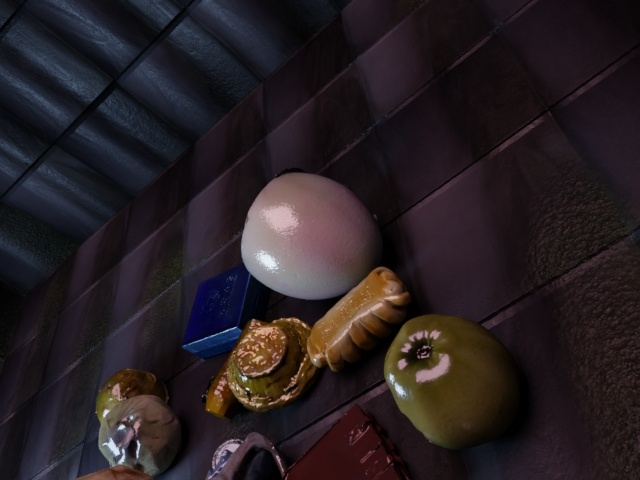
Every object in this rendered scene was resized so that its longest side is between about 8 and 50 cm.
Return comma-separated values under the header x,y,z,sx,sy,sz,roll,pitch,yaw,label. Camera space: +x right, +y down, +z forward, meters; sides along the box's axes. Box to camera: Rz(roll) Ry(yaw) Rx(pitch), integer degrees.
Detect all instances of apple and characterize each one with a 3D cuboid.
x,y,z,sx,sy,sz,roll,pitch,yaw,label
0.265,0.279,1.362,0.279,0.279,0.279,-32,37,28,apple

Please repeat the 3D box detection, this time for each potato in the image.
x,y,z,sx,sy,sz,roll,pitch,yaw,label
-0.676,0.545,2.323,0.300,0.196,0.246,-19,44,44,potato

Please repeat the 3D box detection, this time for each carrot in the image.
x,y,z,sx,sy,sz,roll,pitch,yaw,label
-0.235,0.377,2.006,0.114,0.114,0.301,-4,52,50,carrot

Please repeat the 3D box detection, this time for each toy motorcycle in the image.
x,y,z,sx,sy,sz,roll,pitch,yaw,label
-0.192,0.627,1.638,0.241,0.182,0.319,-17,44,42,toy motorcycle

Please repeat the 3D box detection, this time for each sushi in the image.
x,y,z,sx,sy,sz,roll,pitch,yaw,label
-0.316,0.473,2.070,0.083,0.056,0.084,26,79,50,sushi

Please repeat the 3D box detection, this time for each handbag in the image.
x,y,z,sx,sy,sz,roll,pitch,yaw,label
0.055,0.537,1.512,0.275,0.084,0.260,-48,32,5,handbag

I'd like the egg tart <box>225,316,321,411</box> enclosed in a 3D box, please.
x,y,z,sx,sy,sz,roll,pitch,yaw,label
-0.138,0.324,1.863,0.294,0.123,0.293,-13,51,16,egg tart

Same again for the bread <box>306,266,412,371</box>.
x,y,z,sx,sy,sz,roll,pitch,yaw,label
0.099,0.211,1.741,0.311,0.121,0.172,-43,30,14,bread

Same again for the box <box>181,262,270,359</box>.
x,y,z,sx,sy,sz,roll,pitch,yaw,label
-0.306,0.229,2.245,0.279,0.116,0.261,-23,42,35,box

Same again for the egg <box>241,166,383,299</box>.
x,y,z,sx,sy,sz,roll,pitch,yaw,label
0.011,0.009,1.876,0.340,0.354,0.354,24,77,30,egg

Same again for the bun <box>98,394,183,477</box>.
x,y,z,sx,sy,sz,roll,pitch,yaw,label
-0.561,0.599,2.086,0.273,0.168,0.272,-7,71,21,bun

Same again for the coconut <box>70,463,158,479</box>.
x,y,z,sx,sy,sz,roll,pitch,yaw,label
-0.531,0.756,1.755,0.345,0.415,0.415,-30,32,-5,coconut
